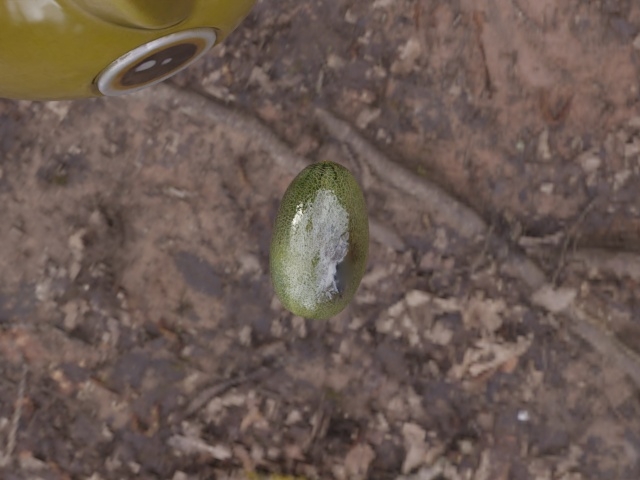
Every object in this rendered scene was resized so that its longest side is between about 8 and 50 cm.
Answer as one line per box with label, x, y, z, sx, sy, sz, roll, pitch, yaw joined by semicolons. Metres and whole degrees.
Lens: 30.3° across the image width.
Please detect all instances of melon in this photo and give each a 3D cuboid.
melon;0.000;0.000;1.168;0.099;0.099;0.162;10;106;6

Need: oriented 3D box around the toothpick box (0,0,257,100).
toothpick box;-0.230;-0.316;1.009;0.425;0.409;0.409;8;134;38
